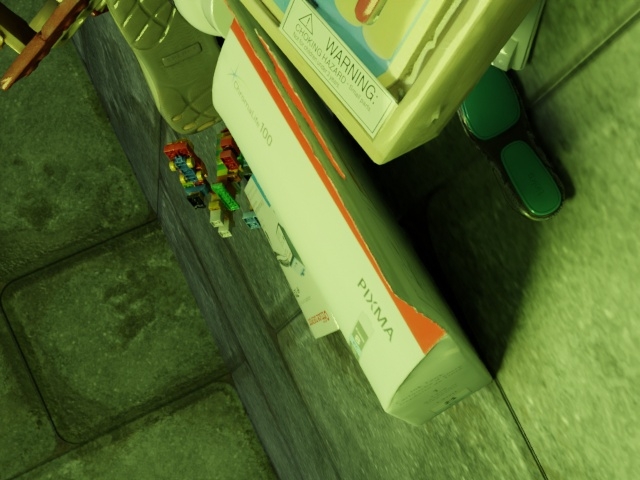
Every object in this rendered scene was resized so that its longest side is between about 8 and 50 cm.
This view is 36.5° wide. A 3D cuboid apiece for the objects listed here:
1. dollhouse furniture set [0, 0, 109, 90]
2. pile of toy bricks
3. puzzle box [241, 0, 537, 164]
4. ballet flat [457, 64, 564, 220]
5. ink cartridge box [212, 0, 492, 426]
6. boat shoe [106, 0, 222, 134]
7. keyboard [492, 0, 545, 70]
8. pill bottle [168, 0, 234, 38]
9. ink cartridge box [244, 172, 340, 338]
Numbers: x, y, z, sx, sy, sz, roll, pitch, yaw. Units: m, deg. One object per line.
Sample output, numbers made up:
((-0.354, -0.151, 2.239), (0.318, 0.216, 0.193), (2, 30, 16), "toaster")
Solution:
((-0.374, -0.330, 1.201), (0.201, 0.152, 0.374), (41, -168, -12), "dollhouse furniture set")
((-0.129, -0.103, 1.336), (0.212, 0.118, 0.105), (58, -153, -56), "pile of toy bricks")
((-0.030, -0.266, 0.447), (0.409, 0.052, 0.272), (51, 144, 13), "puzzle box")
((0.114, -0.062, 0.603), (0.114, 0.041, 0.041), (65, 166, 7), "ballet flat")
((-0.005, -0.026, 0.731), (0.308, 0.091, 0.385), (61, -172, 21), "ink cartridge box")
((-0.202, -0.291, 1.185), (0.130, 0.132, 0.355), (53, 160, 41), "boat shoe")
((0.014, -0.180, 0.577), (0.256, 0.014, 0.072), (30, 145, 16), "keyboard")
((-0.101, -0.258, 0.913), (0.193, 0.108, 0.108), (51, 160, 46), "pill bottle")
((0.000, 0.000, 1.031), (0.191, 0.082, 0.139), (66, 166, 5), "ink cartridge box")
